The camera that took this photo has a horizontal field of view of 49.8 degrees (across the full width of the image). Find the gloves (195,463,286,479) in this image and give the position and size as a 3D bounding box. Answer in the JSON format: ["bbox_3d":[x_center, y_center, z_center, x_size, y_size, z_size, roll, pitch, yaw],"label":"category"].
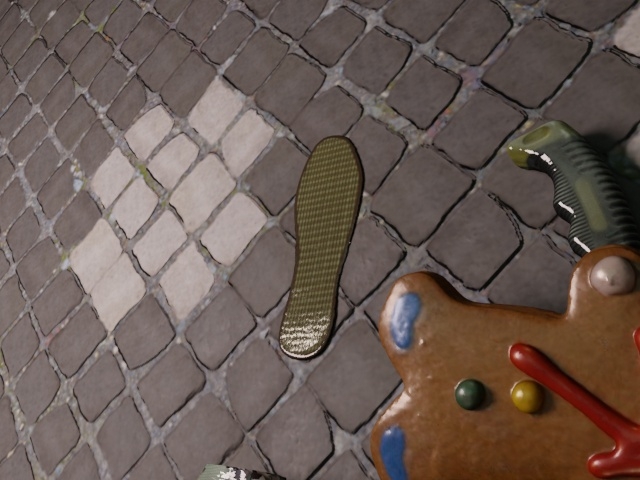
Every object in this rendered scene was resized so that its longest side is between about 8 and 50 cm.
[{"bbox_3d":[-0.082,0.301,0.575,0.127,0.111,0.212,6,67,11],"label":"gloves"}]

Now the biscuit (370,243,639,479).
[{"bbox_3d":[0.186,0.104,0.477,0.324,0.049,0.205,1,88,25],"label":"biscuit"}]

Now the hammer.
[{"bbox_3d":[0.223,-0.002,0.544,0.159,0.041,0.226,-28,55,21],"label":"hammer"}]

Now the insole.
[{"bbox_3d":[0.000,0.000,0.720,0.086,0.005,0.253,-6,66,33],"label":"insole"}]
